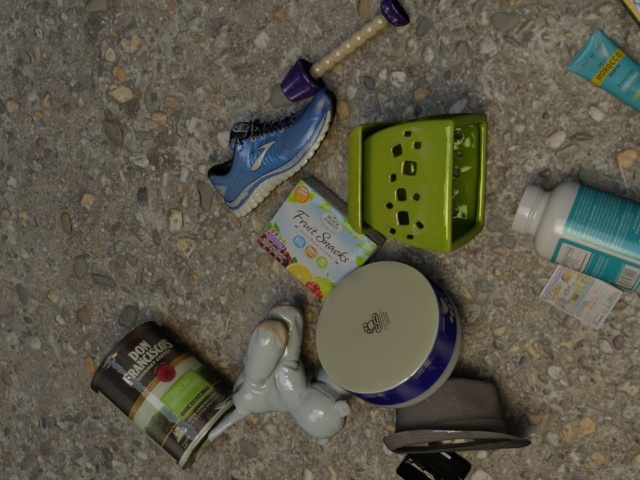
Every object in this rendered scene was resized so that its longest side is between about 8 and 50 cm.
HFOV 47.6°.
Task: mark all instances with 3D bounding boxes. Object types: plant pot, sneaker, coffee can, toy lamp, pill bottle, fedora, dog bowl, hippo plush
[{"bbox_3d":[0.171,-0.115,1.308,0.207,0.227,0.228,6,104,27],"label":"plant pot"},{"bbox_3d":[-0.103,-0.189,1.432,0.330,0.130,0.147,-40,106,24],"label":"sneaker"},{"bbox_3d":[-0.339,0.342,1.618,0.275,0.201,0.201,38,112,10],"label":"coffee can"},{"bbox_3d":[0.038,-0.361,1.385,0.275,0.080,0.080,-35,87,24],"label":"toy lamp"},{"bbox_3d":[0.470,-0.014,1.244,0.264,0.146,0.146,22,108,16],"label":"pill bottle"},{"bbox_3d":[0.255,0.336,1.393,0.275,0.244,0.124,-10,67,18],"label":"fedora"},{"bbox_3d":[0.126,0.176,1.373,0.265,0.104,0.265,-17,57,27],"label":"dog bowl"},{"bbox_3d":[-0.040,0.281,1.456,0.236,0.294,0.234,25,131,7],"label":"hippo plush"}]

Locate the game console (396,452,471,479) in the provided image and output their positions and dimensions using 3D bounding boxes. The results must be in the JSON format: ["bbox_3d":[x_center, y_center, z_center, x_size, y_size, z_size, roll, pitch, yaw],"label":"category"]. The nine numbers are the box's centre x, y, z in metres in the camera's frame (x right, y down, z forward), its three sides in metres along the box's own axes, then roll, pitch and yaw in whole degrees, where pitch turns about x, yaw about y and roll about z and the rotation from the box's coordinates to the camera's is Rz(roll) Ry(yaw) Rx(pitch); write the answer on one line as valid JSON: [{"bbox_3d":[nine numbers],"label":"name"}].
[{"bbox_3d":[0.235,0.478,1.516,0.122,0.071,0.107,33,81,12],"label":"game console"}]

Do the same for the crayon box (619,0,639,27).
[{"bbox_3d":[0.524,-0.478,1.160,0.165,0.081,0.278,-36,86,25],"label":"crayon box"}]

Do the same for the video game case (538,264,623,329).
[{"bbox_3d":[0.479,0.099,1.337,0.122,0.011,0.087,30,111,14],"label":"video game case"}]

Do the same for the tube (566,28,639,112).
[{"bbox_3d":[0.525,-0.265,1.227,0.207,0.052,0.080,42,103,16],"label":"tube"}]

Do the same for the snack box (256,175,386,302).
[{"bbox_3d":[0.000,0.000,1.480,0.207,0.070,0.174,42,113,8],"label":"snack box"}]
